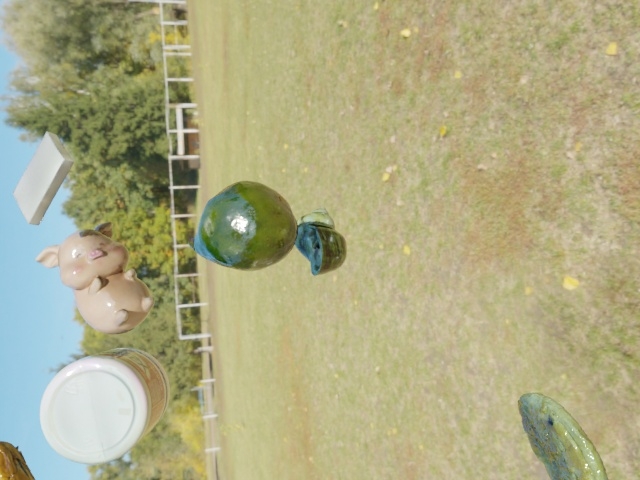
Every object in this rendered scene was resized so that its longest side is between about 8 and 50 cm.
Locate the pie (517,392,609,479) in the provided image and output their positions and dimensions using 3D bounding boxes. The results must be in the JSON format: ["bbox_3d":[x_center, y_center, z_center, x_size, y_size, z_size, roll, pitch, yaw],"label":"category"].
[{"bbox_3d":[0.506,0.446,1.093,0.277,0.078,0.277,64,-178,-3],"label":"pie"}]

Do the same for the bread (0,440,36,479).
[{"bbox_3d":[-0.404,0.310,0.679,0.106,0.053,0.072,40,176,28],"label":"bread"}]

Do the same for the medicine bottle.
[{"bbox_3d":[-0.533,0.408,1.327,0.241,0.252,0.252,120,146,-83],"label":"medicine bottle"}]

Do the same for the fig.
[{"bbox_3d":[-0.166,-0.014,1.073,0.245,0.195,0.195,-30,53,25],"label":"fig"}]

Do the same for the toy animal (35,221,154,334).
[{"bbox_3d":[-0.465,0.085,1.128,0.154,0.166,0.250,-40,80,39],"label":"toy animal"}]

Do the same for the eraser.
[{"bbox_3d":[-0.522,-0.116,0.985,0.104,0.023,0.150,46,107,32],"label":"eraser"}]

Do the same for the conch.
[{"bbox_3d":[0.003,-0.001,1.394,0.181,0.124,0.187,68,160,11],"label":"conch"}]
